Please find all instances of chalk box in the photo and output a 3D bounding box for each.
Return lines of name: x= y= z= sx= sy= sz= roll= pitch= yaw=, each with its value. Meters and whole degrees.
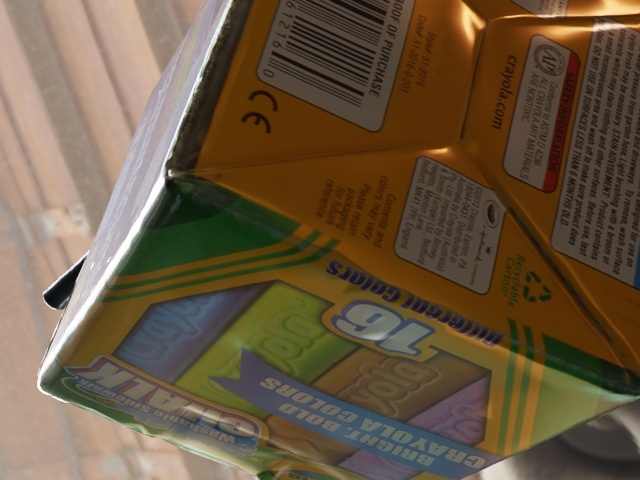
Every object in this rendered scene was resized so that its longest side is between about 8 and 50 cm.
chalk box: x=0.000 y=0.000 z=0.531 sx=0.179 sy=0.180 sz=0.289 roll=24 pitch=-29 yaw=-12

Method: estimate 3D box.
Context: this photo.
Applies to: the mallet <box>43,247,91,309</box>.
mallet: x=-0.081 y=-0.029 z=0.678 sx=0.190 sy=0.062 sz=0.039 roll=-43 pitch=-98 yaw=18
